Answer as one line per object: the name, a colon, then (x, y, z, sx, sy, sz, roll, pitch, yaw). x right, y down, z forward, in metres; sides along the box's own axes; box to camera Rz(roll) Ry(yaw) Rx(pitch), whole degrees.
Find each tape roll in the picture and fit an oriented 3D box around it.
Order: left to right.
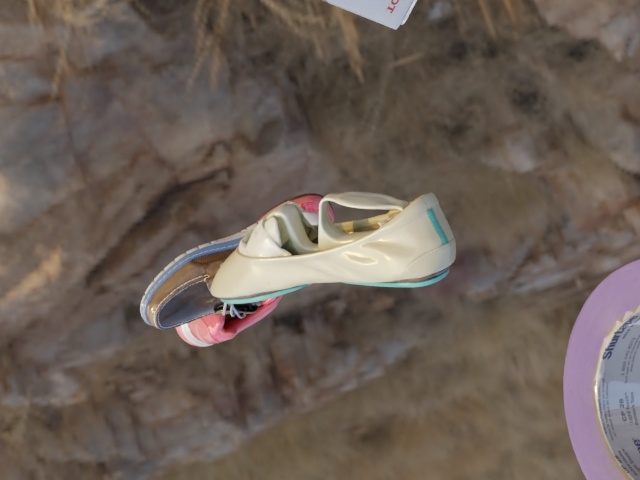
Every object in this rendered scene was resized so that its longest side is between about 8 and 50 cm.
tape roll: (0.252, 0.102, 0.944, 0.080, 0.189, 0.189, -3, 154, -34)

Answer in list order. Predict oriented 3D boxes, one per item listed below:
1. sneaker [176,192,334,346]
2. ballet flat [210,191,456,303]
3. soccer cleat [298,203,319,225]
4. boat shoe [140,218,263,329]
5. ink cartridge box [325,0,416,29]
sneaker: (-0.073, 0.053, 2.183, 0.314, 0.116, 0.136, -45, -157, -19)
ballet flat: (0.000, 0.000, 1.224, 0.248, 0.086, 0.086, -7, 166, 33)
soccer cleat: (-0.025, 0.024, 1.762, 0.068, 0.076, 0.196, 8, 157, -2)
boat shoe: (-0.084, 0.037, 1.384, 0.183, 0.066, 0.066, -31, 137, -14)
ink cartridge box: (0.026, -0.332, 1.565, 0.191, 0.082, 0.139, 18, 115, -24)
